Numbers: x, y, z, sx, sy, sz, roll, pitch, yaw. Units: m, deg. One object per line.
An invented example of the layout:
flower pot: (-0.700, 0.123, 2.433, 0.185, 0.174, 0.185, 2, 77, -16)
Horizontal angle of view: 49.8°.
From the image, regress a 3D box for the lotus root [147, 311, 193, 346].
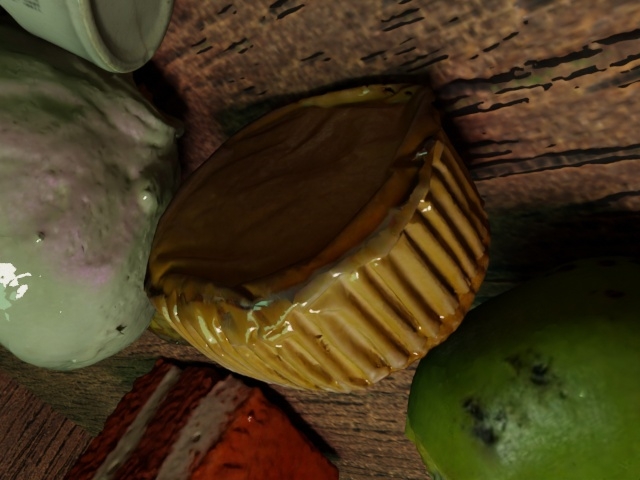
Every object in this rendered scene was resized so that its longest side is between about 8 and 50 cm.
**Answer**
lotus root: (-0.115, 0.037, 0.643, 0.209, 0.120, 0.120, -1, 137, 43)

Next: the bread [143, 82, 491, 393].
bread: (-0.001, 0.001, 0.407, 0.199, 0.199, 0.104, 0, 139, 43)

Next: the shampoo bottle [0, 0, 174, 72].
shampoo bottle: (-0.206, -0.192, 0.411, 0.234, 0.087, 0.118, 25, 149, 14)

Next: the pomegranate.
pomegranate: (0.168, 0.127, 0.440, 0.236, 0.236, 0.302, 30, -179, 5)

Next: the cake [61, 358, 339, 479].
cake: (-0.166, 0.366, 1.019, 0.319, 0.270, 0.269, -3, 135, 45)

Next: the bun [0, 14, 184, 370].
bun: (-0.197, -0.058, 0.515, 0.293, 0.187, 0.293, 50, 165, 18)
